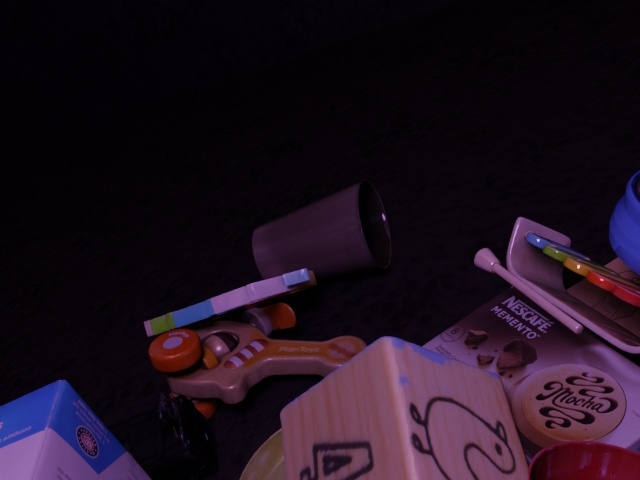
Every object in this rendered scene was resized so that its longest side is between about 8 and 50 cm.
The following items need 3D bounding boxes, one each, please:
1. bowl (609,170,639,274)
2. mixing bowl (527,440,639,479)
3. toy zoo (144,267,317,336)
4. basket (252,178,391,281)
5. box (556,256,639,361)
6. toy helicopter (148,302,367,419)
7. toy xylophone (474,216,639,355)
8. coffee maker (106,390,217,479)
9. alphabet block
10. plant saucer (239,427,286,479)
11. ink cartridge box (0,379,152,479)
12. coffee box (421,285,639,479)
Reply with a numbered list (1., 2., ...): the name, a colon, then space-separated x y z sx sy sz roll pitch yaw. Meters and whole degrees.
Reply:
1. bowl: 0.566 -0.014 0.899 0.390 0.077 0.391 -1 25 0
2. mixing bowl: 0.262 0.273 0.646 0.181 0.098 0.181 8 22 -3
3. toy zoo: -0.137 0.103 1.272 0.293 0.030 0.192 -20 -6 29
4. basket: 0.000 0.000 1.375 0.226 0.154 0.204 -17 29 20
5. box: 0.441 0.084 1.034 0.201 0.021 0.164 -31 30 -9
6. toy helicopter: -0.088 0.183 1.204 0.354 0.140 0.235 -2 27 17
7. toy xylophone: 0.347 0.063 0.929 0.322 0.236 0.081 38 107 50
8. coffee maker: -0.264 0.300 1.063 0.178 0.171 0.120 -24 29 3
9. alphabet block: 0.088 0.247 0.765 0.193 0.192 0.197 -44 39 34
10. plant saucer: 0.003 0.323 0.964 0.240 0.037 0.241 -19 29 11
11. ink cartridge box: -0.310 0.404 0.813 0.166 0.286 0.395 -24 29 7
12. coffee box: 0.272 0.196 0.880 0.168 0.119 0.297 -32 31 -9
